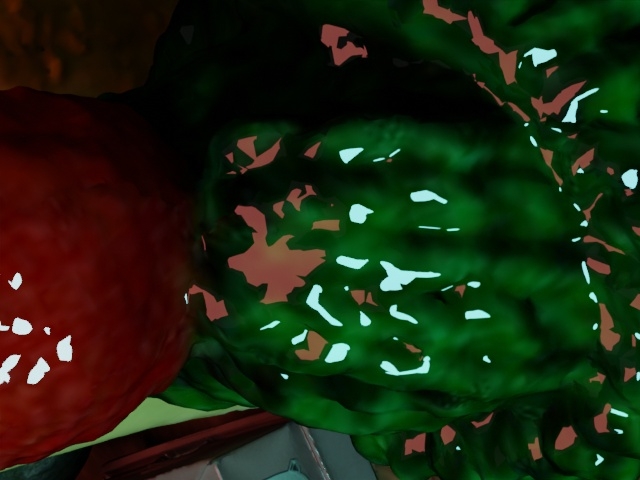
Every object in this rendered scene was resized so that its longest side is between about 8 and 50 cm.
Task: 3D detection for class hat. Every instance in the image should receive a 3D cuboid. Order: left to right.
[{"bbox_3d":[0.000,0.000,0.595,0.274,0.332,0.242,-39,75,53],"label":"hat"}]

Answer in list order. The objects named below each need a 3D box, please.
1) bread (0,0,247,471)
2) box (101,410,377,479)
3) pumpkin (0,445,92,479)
[{"bbox_3d":[-0.199,-0.075,0.775,0.361,0.394,0.250,49,123,27],"label":"bread"},{"bbox_3d":[-0.037,0.207,0.936,0.215,0.086,0.215,-23,90,51],"label":"box"},{"bbox_3d":[-0.215,0.067,1.004,0.211,0.152,0.211,46,158,25],"label":"pumpkin"}]
